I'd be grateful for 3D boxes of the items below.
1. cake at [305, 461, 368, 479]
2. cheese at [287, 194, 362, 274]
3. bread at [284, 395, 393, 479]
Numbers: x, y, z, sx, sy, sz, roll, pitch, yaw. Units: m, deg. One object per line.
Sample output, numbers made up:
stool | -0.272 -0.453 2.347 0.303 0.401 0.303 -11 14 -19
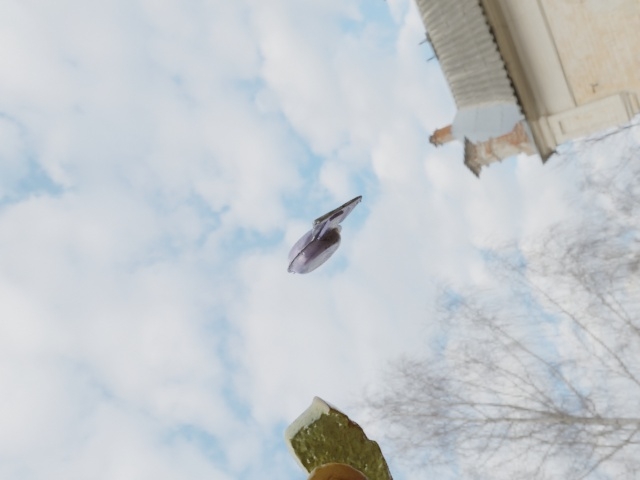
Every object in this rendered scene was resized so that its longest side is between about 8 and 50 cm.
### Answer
cake | 0.016 0.276 0.649 0.084 0.044 0.084 8 -121 -14
cheese | 0.000 0.000 0.938 0.105 0.191 0.042 -31 -104 -33
bread | 0.022 0.265 0.760 0.086 0.125 0.156 -39 -92 -16
